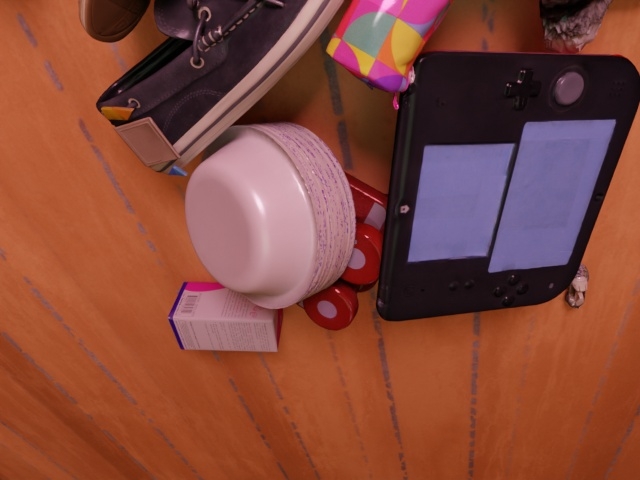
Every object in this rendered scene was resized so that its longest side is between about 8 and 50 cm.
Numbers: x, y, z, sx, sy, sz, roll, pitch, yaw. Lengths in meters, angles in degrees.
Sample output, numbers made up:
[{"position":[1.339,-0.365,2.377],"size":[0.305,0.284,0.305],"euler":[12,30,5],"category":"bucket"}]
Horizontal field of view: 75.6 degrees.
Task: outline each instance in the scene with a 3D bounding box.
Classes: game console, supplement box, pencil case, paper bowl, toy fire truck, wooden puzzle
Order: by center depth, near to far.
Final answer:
[{"position":[0.098,-0.265,0.419],"size":[0.105,0.104,0.236],"euler":[24,112,-14],"category":"pencil case"},{"position":[-0.234,-0.134,0.560],"size":[0.079,0.014,0.116],"euler":[1,139,21],"category":"wooden puzzle"},{"position":[0.258,-0.059,0.592],"size":[0.342,0.060,0.386],"euler":[-6,118,-16],"category":"game console"},{"position":[-0.096,-0.032,0.632],"size":[0.284,0.148,0.284],"euler":[16,115,38],"category":"paper bowl"},{"position":[0.000,0.000,0.755],"size":[0.254,0.169,0.302],"euler":[33,127,9],"category":"toy fire truck"},{"position":[-0.200,0.168,0.915],"size":[0.220,0.111,0.113],"euler":[0,129,5],"category":"supplement box"}]

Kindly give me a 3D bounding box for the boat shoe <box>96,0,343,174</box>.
[{"position":[-0.119,-0.269,0.518],"size":[0.500,0.186,0.156],"euler":[-31,126,32],"category":"boat shoe"}]

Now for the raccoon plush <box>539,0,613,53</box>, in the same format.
[{"position":[0.339,-0.375,0.323],"size":[0.299,0.215,0.446],"euler":[5,169,33],"category":"raccoon plush"}]

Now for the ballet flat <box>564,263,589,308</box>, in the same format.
[{"position":[0.529,0.098,0.845],"size":[0.041,0.041,0.114],"euler":[-9,127,11],"category":"ballet flat"}]

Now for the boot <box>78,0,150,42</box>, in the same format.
[{"position":[-0.268,-0.360,0.475],"size":[0.165,0.077,0.213],"euler":[33,114,18],"category":"boot"}]
